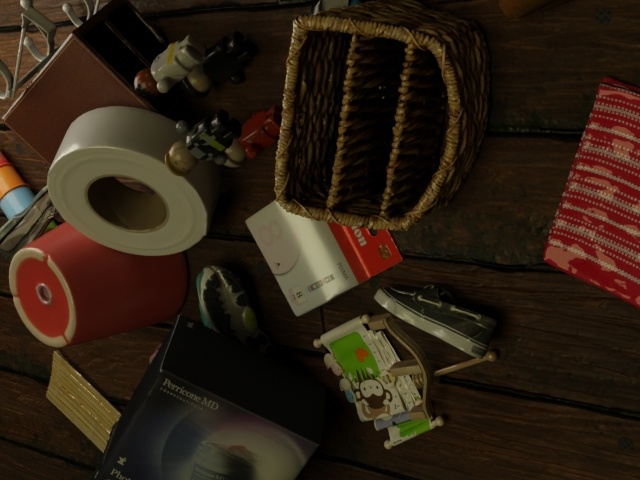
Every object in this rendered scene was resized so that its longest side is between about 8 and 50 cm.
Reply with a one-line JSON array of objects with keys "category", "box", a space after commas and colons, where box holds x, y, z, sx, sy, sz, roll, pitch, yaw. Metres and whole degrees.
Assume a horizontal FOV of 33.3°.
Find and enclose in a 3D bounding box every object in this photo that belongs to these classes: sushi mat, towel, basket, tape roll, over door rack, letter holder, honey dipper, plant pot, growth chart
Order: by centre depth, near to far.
[{"category": "towel", "box": [0.406, -0.050, 1.380, 0.199, 0.031, 0.275, 30, 125, 28]}, {"category": "basket", "box": [0.090, -0.161, 1.479, 0.213, 0.223, 0.299, 28, 123, 31]}, {"category": "honey dipper", "box": [0.210, 0.197, 1.657, 0.161, 0.030, 0.030, -24, 91, 41]}, {"category": "growth chart", "box": [0.090, 0.236, 1.783, 0.237, 0.021, 0.172, 56, 135, 10]}, {"category": "over door rack", "box": [-0.451, -0.387, 1.803, 0.108, 0.239, 0.324, 45, 151, -12]}, {"category": "tape roll", "box": [-0.318, -0.096, 1.846, 0.286, 0.100, 0.286, 8, 141, 6]}, {"category": "letter holder", "box": [-0.389, -0.249, 1.914, 0.214, 0.152, 0.302, 45, 135, -11]}, {"category": "plant pot", "box": [-0.428, 0.068, 2.016, 0.275, 0.243, 0.275, 17, 117, 36]}, {"category": "sushi mat", "box": [-0.495, 0.389, 2.363, 0.316, 0.019, 0.151, 38, 127, 23]}]

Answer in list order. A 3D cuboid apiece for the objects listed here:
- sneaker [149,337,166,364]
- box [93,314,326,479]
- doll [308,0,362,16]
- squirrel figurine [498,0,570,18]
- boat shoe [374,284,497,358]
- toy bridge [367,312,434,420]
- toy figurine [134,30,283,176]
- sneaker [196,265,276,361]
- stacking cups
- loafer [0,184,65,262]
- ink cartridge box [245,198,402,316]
[{"category": "sneaker", "box": [-0.201, 0.312, 1.993, 0.319, 0.131, 0.112, 52, 131, 10]}, {"category": "box", "box": [-0.189, 0.336, 1.837, 0.296, 0.183, 0.294, 27, 115, -9]}, {"category": "doll", "box": [0.012, -0.337, 1.596, 0.129, 0.046, 0.189, 41, 130, 20]}, {"category": "squirrel figurine", "box": [0.285, -0.491, 1.188, 0.397, 0.281, 0.370, -16, 86, 30]}, {"category": "boat shoe", "box": [0.176, 0.107, 1.626, 0.219, 0.078, 0.070, 26, 91, 41]}, {"category": "toy bridge", "box": [0.139, 0.198, 1.668, 0.063, 0.026, 0.188, -14, 107, 38]}, {"category": "toy figurine", "box": [-0.179, -0.215, 1.700, 0.148, 0.209, 0.213, -29, 86, 34]}, {"category": "sneaker", "box": [-0.156, 0.173, 1.940, 0.110, 0.107, 0.275, 11, 118, 66]}, {"category": "stacking cups", "box": [-0.630, -0.063, 2.243, 0.316, 0.096, 0.096, 49, 132, 16]}, {"category": "loafer", "box": [-0.538, -0.052, 2.132, 0.267, 0.096, 0.084, -39, 91, 15]}, {"category": "ink cartridge box", "box": [0.000, 0.000, 1.742, 0.232, 0.066, 0.189, -31, 86, 48]}]
